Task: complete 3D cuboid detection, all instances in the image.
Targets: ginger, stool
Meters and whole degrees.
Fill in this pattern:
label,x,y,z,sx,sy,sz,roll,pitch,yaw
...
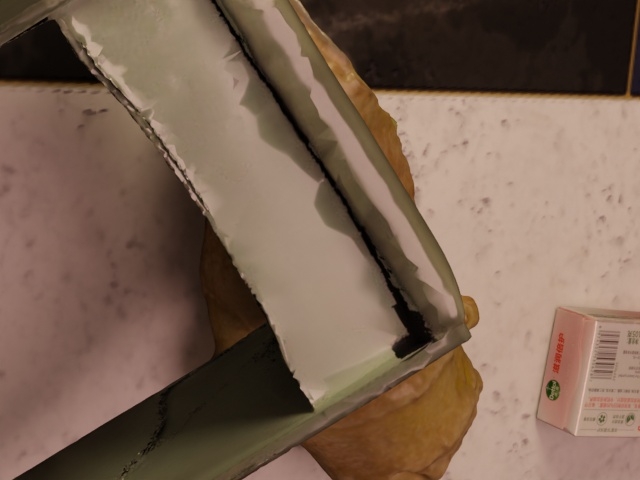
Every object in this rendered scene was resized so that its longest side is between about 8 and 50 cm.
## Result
label,x,y,z,sx,sy,sz,roll,pitch,yaw
ginger,0.000,0.000,1.000,0.190,0.126,0.354,-18,108,-18
stool,-0.105,-0.005,0.826,0.270,0.170,0.243,-33,106,0

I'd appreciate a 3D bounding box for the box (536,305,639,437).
label,x,y,z,sx,sy,sz,roll,pitch,yaw
box,0.224,0.097,1.212,0.125,0.043,0.089,7,97,-34
